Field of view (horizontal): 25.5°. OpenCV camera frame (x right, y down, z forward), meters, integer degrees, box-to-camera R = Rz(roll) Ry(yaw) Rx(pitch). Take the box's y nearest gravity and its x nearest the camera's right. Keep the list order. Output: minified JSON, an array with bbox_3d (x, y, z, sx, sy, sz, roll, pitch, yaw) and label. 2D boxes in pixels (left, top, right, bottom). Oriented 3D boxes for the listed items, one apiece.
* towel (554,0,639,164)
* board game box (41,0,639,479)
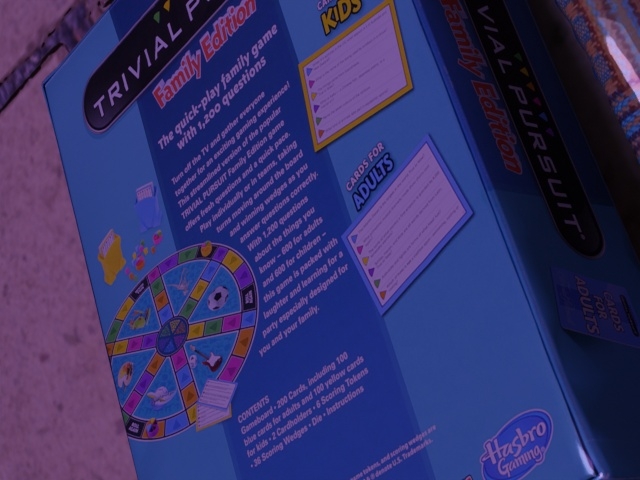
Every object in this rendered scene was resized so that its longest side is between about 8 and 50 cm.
[{"bbox_3d":[0.203,-0.121,0.443,0.271,0.040,0.370,-29,76,18],"label":"towel"},{"bbox_3d":[0.000,0.000,0.632,0.254,0.079,0.336,-39,57,39],"label":"board game box"}]
